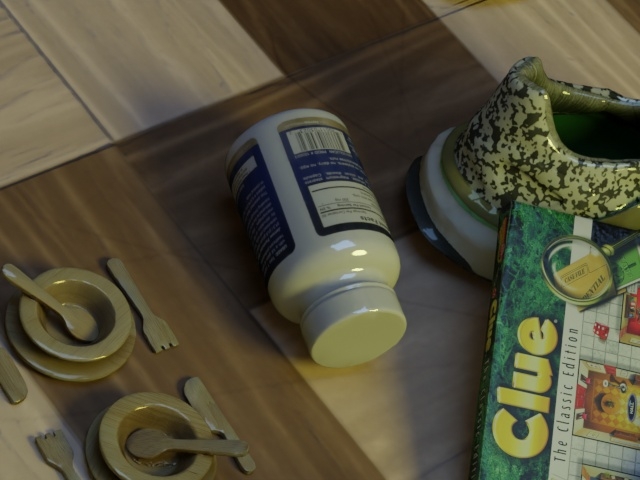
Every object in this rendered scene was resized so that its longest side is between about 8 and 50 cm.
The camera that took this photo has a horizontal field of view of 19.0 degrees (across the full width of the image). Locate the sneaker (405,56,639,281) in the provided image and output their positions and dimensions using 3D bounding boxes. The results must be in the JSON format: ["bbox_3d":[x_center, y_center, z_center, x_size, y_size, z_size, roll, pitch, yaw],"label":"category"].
[{"bbox_3d":[0.280,-0.038,1.406,0.410,0.182,0.158,8,50,-16],"label":"sneaker"}]

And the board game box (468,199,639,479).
[{"bbox_3d":[0.174,0.107,1.296,0.136,0.030,0.259,12,67,-8],"label":"board game box"}]

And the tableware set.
[{"bbox_3d":[-0.132,0.088,1.234,0.128,0.039,0.194,-20,62,-33],"label":"tableware set"}]

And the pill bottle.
[{"bbox_3d":[0.000,0.000,1.322,0.094,0.094,0.169,-4,55,-25],"label":"pill bottle"}]
